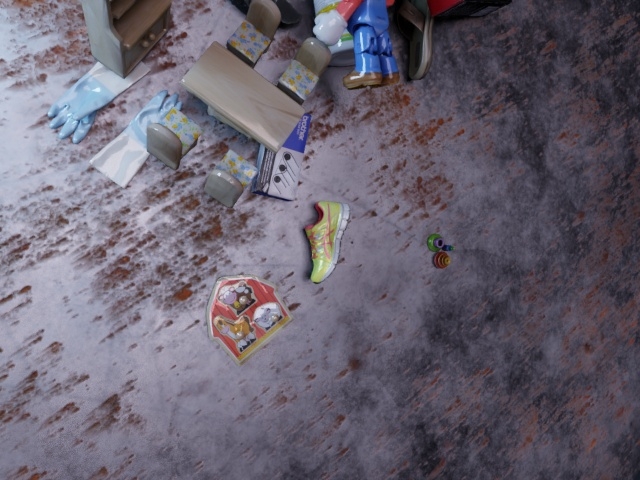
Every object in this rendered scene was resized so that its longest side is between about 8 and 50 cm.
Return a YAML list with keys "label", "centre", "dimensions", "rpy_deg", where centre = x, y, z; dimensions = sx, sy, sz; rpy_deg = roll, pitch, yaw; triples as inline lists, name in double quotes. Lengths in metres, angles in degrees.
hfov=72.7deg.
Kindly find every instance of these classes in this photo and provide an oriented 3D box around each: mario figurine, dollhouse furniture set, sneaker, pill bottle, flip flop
- label: "mario figurine"
  centre: [0.074, -0.478, 0.895]
  dimensions: [0.170, 0.198, 0.320]
  rpy_deg: [-4, 103, 9]
- label: "dollhouse furniture set"
  centre: [-0.204, -0.333, 0.801]
  dimensions: [0.394, 0.256, 0.362]
  rpy_deg: [35, 70, -12]
- label: "sneaker"
  centre: [-0.127, -0.536, 0.980]
  dimensions: [0.170, 0.051, 0.089]
  rpy_deg: [37, 78, -25]
- label: "pill bottle"
  centre: [0.054, -0.549, 1.009]
  dimensions: [0.136, 0.136, 0.245]
  rpy_deg: [-10, 96, -23]
- label: "sneaker"
  centre: [0.000, 0.000, 1.047]
  dimensions: [0.094, 0.081, 0.208]
  rpy_deg: [17, 78, -16]
- label: "flip flop"
  centre: [0.237, -0.556, 1.118]
  dimensions: [0.080, 0.112, 0.277]
  rpy_deg: [-1, 98, -9]

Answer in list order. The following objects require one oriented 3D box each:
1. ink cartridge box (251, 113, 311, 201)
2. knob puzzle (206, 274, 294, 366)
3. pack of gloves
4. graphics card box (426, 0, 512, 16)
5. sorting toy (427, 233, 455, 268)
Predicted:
- label: "ink cartridge box"
  centre: [-0.091, -0.202, 1.009]
  dimensions: [0.097, 0.046, 0.207]
  rpy_deg: [12, 87, -25]
- label: "knob puzzle"
  centre: [-0.173, 0.164, 0.996]
  dimensions: [0.213, 0.030, 0.213]
  rpy_deg: [-1, 93, -23]
- label: "pack of gloves"
  centre: [-0.400, -0.255, 0.872]
  dimensions: [0.195, 0.046, 0.232]
  rpy_deg: [41, 77, -19]
- label: "graphics card box"
  centre: [0.356, -0.693, 1.088]
  dimensions: [0.371, 0.094, 0.232]
  rpy_deg: [-32, 105, -44]
- label: "sorting toy"
  centre: [0.341, 0.029, 1.210]
  dimensions: [0.061, 0.042, 0.102]
  rpy_deg: [-23, 101, -21]
